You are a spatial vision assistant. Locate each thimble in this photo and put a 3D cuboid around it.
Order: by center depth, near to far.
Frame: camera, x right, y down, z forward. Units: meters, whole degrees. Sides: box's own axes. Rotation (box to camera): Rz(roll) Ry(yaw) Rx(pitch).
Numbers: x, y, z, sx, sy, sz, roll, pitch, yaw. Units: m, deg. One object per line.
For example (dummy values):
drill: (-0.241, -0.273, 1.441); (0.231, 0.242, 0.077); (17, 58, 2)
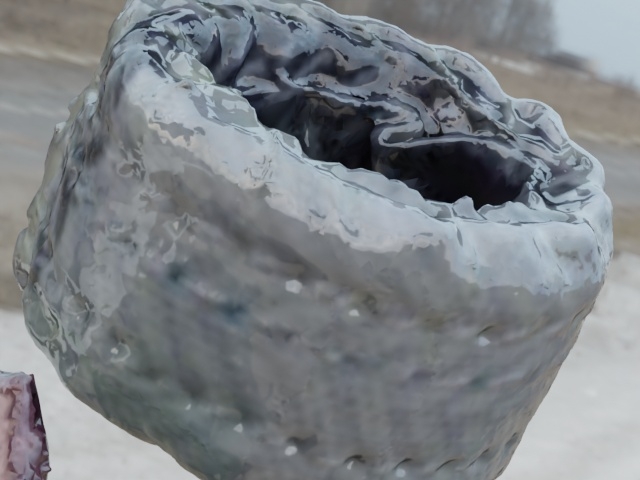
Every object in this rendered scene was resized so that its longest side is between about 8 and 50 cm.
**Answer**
thimble: (0.000, 0.000, 0.766); (0.246, 0.157, 0.217); (17, 26, -16)

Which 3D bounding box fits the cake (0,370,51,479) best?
cake: (-0.146, 0.183, 0.604); (0.116, 0.295, 0.113); (0, -5, 13)
